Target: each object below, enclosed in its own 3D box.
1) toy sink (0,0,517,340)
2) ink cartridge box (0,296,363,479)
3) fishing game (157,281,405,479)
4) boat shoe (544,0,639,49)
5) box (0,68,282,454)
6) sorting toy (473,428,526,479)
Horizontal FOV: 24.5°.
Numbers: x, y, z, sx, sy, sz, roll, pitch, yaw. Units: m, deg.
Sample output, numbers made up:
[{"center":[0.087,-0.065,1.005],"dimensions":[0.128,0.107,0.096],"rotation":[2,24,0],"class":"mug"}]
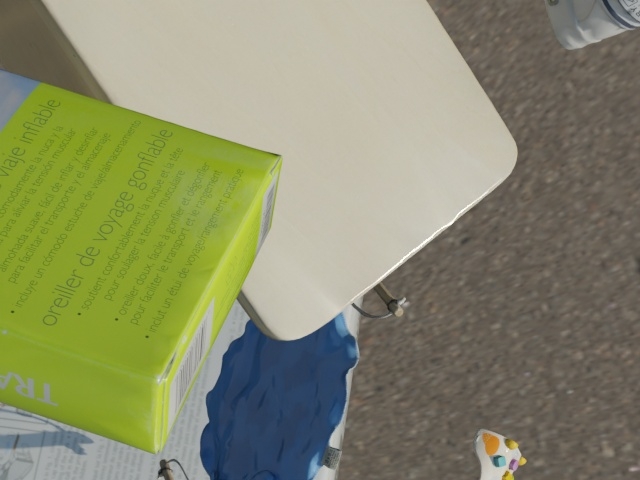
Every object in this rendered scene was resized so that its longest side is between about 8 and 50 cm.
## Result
[{"center":[-0.047,-0.084,0.690],"dimensions":[0.153,0.131,0.234],"rotation":[-38,99,-20],"class":"toy sink"},{"center":[-0.166,0.117,1.301],"dimensions":[0.385,0.091,0.308],"rotation":[6,67,6],"class":"ink cartridge box"},{"center":[-0.028,0.125,1.112],"dimensions":[0.041,0.189,0.264],"rotation":[27,103,-31],"class":"fishing game"},{"center":[0.132,-0.214,0.818],"dimensions":[0.083,0.076,0.226],"rotation":[16,59,-44],"class":"boat shoe"},{"center":[-0.114,-0.009,0.466],"dimensions":[0.178,0.042,0.109],"rotation":[18,45,7],"class":"box"},{"center":[0.194,0.264,1.647],"dimensions":[0.045,0.083,0.075],"rotation":[8,61,28],"class":"sorting toy"}]
